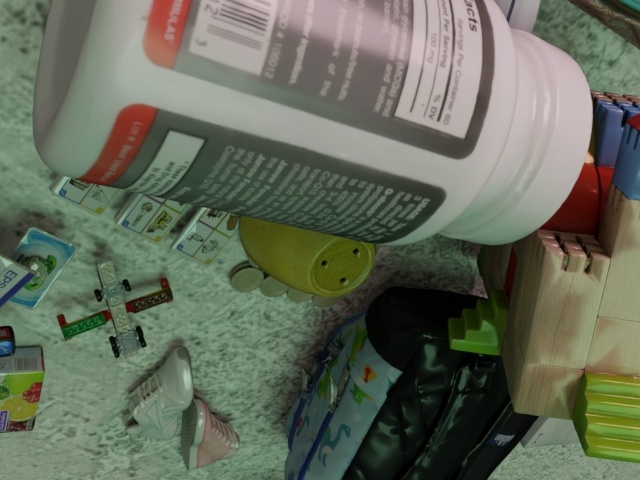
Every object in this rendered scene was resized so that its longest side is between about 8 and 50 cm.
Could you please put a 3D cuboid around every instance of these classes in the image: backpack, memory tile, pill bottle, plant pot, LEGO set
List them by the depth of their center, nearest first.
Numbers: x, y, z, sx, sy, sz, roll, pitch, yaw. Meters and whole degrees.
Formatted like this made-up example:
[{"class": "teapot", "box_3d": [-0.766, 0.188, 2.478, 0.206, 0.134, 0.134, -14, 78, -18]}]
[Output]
[{"class": "pill bottle", "box_3d": [0.004, -0.110, 0.541, 0.363, 0.210, 0.210, 13, 125, -30]}, {"class": "LEGO set", "box_3d": [-0.206, 0.020, 0.715, 0.182, 0.060, 0.244, 30, 102, -42]}, {"class": "plant pot", "box_3d": [0.000, 0.000, 0.731, 0.134, 0.095, 0.134, -14, 127, -20]}, {"class": "memory tile", "box_3d": [-0.016, 0.023, 0.823, 0.148, 0.012, 0.113, 15, 123, -35]}, {"class": "backpack", "box_3d": [0.101, 0.230, 0.935, 0.290, 0.273, 0.355, 8, 105, -35]}]

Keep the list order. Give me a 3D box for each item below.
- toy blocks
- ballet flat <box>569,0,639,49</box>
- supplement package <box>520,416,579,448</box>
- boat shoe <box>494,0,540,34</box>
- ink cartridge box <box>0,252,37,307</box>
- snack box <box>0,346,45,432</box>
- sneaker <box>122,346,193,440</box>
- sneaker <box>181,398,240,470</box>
[{"class": "toy blocks", "box_3d": [0.232, -0.023, 0.700, 0.191, 0.381, 0.260, 7, 110, 4]}, {"class": "ballet flat", "box_3d": [0.317, -0.214, 0.688, 0.316, 0.106, 0.107, 19, 100, -35]}, {"class": "supplement package", "box_3d": [0.366, 0.164, 1.048, 0.203, 0.149, 0.194, 3, 130, -29]}, {"class": "boat shoe", "box_3d": [0.141, -0.252, 0.600, 0.076, 0.083, 0.226, 4, 136, 7]}, {"class": "ink cartridge box", "box_3d": [-0.400, -0.013, 0.560, 0.165, 0.065, 0.333, -39, 135, 13]}, {"class": "snack box", "box_3d": [-0.359, 0.155, 0.763, 0.141, 0.037, 0.100, 3, 129, -28]}, {"class": "sneaker", "box_3d": [-0.185, 0.180, 0.863, 0.061, 0.053, 0.152, 6, 129, -27]}, {"class": "sneaker", "box_3d": [-0.134, 0.237, 0.947, 0.070, 0.051, 0.134, -8, 138, -22]}]
